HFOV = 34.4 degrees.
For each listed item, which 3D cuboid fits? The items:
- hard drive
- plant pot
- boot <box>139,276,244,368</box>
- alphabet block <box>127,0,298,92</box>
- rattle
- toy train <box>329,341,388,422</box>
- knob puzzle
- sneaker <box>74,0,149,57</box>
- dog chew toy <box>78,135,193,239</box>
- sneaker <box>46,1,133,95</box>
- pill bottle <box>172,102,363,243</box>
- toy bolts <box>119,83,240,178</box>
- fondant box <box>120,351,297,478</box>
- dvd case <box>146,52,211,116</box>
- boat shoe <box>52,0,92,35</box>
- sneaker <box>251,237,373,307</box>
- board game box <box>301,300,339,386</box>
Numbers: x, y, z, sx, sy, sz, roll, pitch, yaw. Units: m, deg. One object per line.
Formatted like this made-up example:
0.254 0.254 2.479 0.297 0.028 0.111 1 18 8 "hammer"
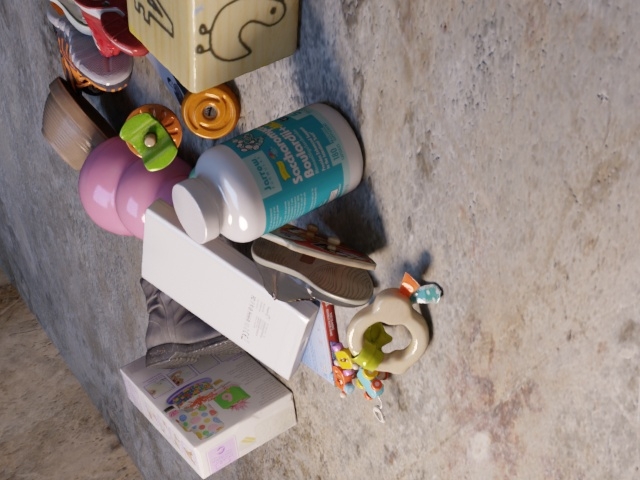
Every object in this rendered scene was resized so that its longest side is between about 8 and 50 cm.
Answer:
-0.174 0.093 1.891 0.353 0.047 0.233 33 146 11 "hard drive"
-0.518 -0.227 2.216 0.237 0.109 0.237 49 180 0 "plant pot"
-0.250 0.129 2.125 0.338 0.118 0.223 -16 72 31 "boot"
-0.155 -0.362 1.469 0.193 0.192 0.197 47 151 32 "alphabet block"
0.118 0.097 1.579 0.130 0.143 0.200 20 123 10 "rattle"
0.072 0.236 1.776 0.166 0.046 0.125 31 141 52 "toy train"
0.000 0.000 1.580 0.213 0.213 0.030 27 101 50 "knob puzzle"
-0.364 -0.380 1.911 0.221 0.087 0.128 48 165 32 "sneaker"
-0.328 -0.088 2.034 0.331 0.206 0.207 23 134 41 "dog chew toy"
-0.450 -0.355 2.104 0.321 0.124 0.180 54 158 41 "sneaker"
-0.079 -0.090 1.495 0.146 0.264 0.146 41 147 35 "pill bottle"
-0.213 -0.171 1.837 0.229 0.218 0.158 56 -172 -17 "toy bolts"
-0.242 0.330 2.201 0.330 0.238 0.096 33 140 45 "fondant box"
-0.262 -0.340 1.857 0.239 0.029 0.179 56 153 15 "dvd case"
-0.511 -0.523 2.054 0.305 0.109 0.091 41 146 26 "boat shoe"
-0.006 0.068 1.702 0.222 0.083 0.118 24 149 24 "sneaker"
-0.025 0.119 1.856 0.145 0.027 0.281 30 139 45 "board game box"
